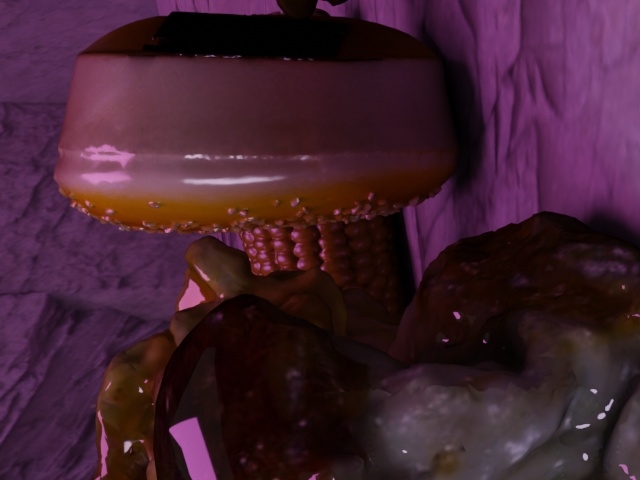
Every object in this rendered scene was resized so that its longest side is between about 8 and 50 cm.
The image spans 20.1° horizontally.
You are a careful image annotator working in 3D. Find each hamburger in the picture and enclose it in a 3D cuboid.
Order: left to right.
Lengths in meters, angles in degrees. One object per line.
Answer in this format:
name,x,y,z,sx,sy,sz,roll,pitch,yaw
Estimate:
hamburger,-0.032,-0.056,0.947,0.173,0.210,0.116,-88,-1,-74

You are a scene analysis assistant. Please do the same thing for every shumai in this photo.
shumai,0.035,0.104,0.714,0.272,0.204,0.222,83,173,-56

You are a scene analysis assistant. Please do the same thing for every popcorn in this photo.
popcorn,-0.015,0.133,0.975,0.259,0.212,0.259,38,-162,-15

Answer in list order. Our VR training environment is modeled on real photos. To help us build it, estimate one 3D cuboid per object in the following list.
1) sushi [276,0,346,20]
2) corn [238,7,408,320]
sushi,-0.048,-0.226,0.933,0.204,0.213,0.200,117,166,-56
corn,0.000,0.000,1.181,0.106,0.106,0.305,-160,56,-81
